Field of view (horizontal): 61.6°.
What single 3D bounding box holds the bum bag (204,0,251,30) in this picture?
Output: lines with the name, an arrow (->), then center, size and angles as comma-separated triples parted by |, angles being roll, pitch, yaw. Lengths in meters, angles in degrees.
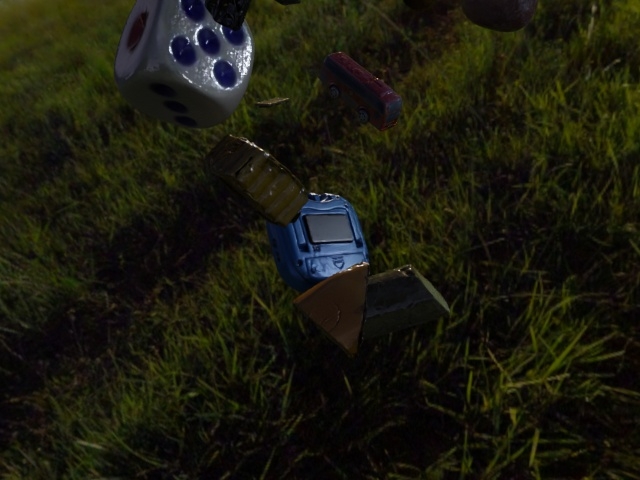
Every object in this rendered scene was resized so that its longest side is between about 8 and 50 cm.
bum bag -> -0.182, -0.616, 1.234 | 0.123, 0.248, 0.060 | 33, 12, 10

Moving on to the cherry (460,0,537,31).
cherry -> 0.529, -0.744, 1.603 | 0.213, 0.285, 0.236 | -36, 41, 48

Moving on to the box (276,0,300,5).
box -> -0.106, -0.733, 1.570 | 0.074, 0.054, 0.099 | 11, 6, 32

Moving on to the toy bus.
toy bus -> 0.080, -0.303, 1.088 | 0.065, 0.077, 0.192 | -31, 64, -35

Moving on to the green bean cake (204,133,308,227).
green bean cake -> -0.159, -0.153, 1.359 | 0.131, 0.229, 0.224 | -51, 40, -6

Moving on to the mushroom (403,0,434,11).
mushroom -> 0.179, -0.503, 1.013 | 0.088, 0.073, 0.130 | -13, 79, -17

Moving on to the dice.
dice -> -0.382, -0.516, 1.518 | 0.277, 0.304, 0.304 | -9, 69, 47

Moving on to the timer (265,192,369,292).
timer -> 0.000, 0.000, 1.670 | 0.340, 0.309, 0.115 | -4, -19, -41

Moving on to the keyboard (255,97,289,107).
keyboard -> -0.156, -0.446, 1.742 | 0.055, 0.017, 0.166 | 8, 23, 18

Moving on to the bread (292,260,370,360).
bread -> 0.055, 0.142, 1.048 | 0.169, 0.160, 0.140 | -31, -3, -9

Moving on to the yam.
yam -> 0.177, 0.167, 1.441 | 0.304, 0.168, 0.168 | -20, 35, 14
